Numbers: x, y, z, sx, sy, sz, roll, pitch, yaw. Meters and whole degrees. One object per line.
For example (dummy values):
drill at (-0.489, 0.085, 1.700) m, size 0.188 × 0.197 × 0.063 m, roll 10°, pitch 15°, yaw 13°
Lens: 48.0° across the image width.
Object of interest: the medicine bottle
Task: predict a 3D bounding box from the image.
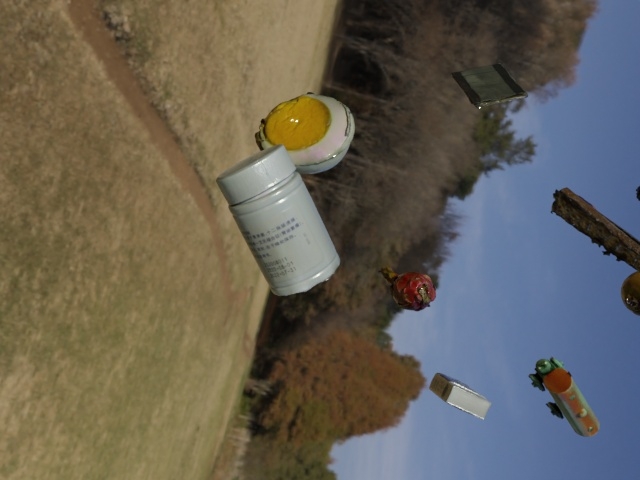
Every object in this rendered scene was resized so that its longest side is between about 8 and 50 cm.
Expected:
medicine bottle at (-0.102, -0.051, 1.732) m, size 0.190 × 0.190 × 0.332 m, roll -83°, pitch 149°, yaw -70°

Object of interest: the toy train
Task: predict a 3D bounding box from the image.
toy train at (0.748, 0.479, 2.185) m, size 0.116 × 0.285 × 0.177 m, roll -37°, pitch -150°, yaw -1°

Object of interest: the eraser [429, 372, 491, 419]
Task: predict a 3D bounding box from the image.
eraser at (0.397, 0.443, 2.060) m, size 0.068 × 0.124 × 0.210 m, roll -63°, pitch -177°, yaw -3°

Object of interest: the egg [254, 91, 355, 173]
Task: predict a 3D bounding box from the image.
egg at (-0.040, -0.289, 2.145) m, size 0.174 × 0.286 × 0.264 m, roll 82°, pitch -17°, yaw -58°

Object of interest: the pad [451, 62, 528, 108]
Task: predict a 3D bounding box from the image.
pad at (0.519, -0.484, 2.219) m, size 0.233 × 0.174 × 0.022 m, roll -104°, pitch -176°, yaw -51°

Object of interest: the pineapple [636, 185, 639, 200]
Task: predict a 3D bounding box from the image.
pineapple at (1.044, -0.172, 2.226) m, size 0.159 × 0.074 × 0.074 m, roll 130°, pitch -23°, yaw -56°

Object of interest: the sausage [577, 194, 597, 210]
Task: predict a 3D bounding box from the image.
sausage at (0.908, -0.122, 2.484) m, size 0.036 × 0.158 × 0.042 m, roll -11°, pitch -118°, yaw 50°

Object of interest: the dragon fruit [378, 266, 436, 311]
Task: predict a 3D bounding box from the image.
dragon fruit at (0.258, 0.136, 2.199) m, size 0.246 × 0.125 × 0.125 m, roll 33°, pitch -46°, yaw 48°

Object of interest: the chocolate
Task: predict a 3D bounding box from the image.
chocolate at (0.748, -0.024, 1.883) m, size 0.065 × 0.329 × 0.102 m, roll -36°, pitch 150°, yaw -17°

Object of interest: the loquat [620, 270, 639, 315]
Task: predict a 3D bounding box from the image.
loquat at (0.957, 0.154, 2.096) m, size 0.163 × 0.163 × 0.137 m, roll -78°, pitch 156°, yaw -48°
